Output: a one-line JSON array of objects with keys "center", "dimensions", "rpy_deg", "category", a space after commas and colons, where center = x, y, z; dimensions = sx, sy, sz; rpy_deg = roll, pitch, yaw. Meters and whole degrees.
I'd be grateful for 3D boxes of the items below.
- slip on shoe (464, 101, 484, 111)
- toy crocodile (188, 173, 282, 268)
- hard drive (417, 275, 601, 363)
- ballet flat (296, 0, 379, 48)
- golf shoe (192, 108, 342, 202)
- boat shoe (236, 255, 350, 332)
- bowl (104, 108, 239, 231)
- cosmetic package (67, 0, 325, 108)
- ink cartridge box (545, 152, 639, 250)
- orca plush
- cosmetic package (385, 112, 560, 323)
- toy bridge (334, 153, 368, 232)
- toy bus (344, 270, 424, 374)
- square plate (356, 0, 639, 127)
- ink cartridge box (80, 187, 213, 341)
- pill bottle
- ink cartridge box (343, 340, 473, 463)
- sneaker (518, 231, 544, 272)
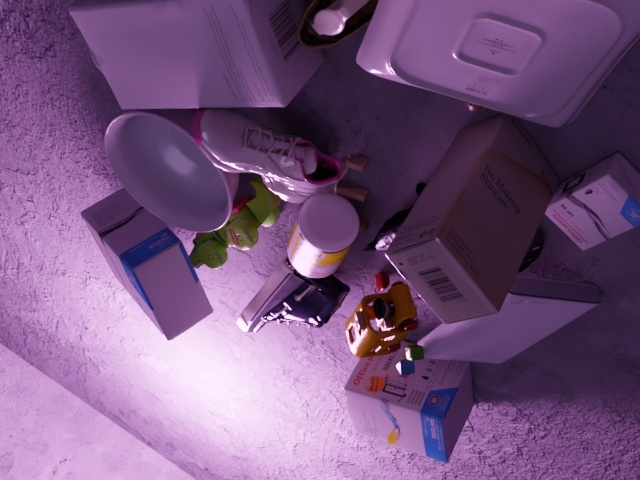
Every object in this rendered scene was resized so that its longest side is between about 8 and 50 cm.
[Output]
[{"center": [0.238, -0.249, 1.354], "dimensions": [0.051, 0.041, 0.135], "rpy_deg": [21, 141, 17], "category": "slip on shoe"}, {"center": [-0.188, -0.030, 1.867], "dimensions": [0.105, 0.115, 0.340], "rpy_deg": [49, 139, -9], "category": "toy crocodile"}, {"center": [0.342, 0.154, 1.641], "dimensions": [0.202, 0.040, 0.307], "rpy_deg": [7, 151, -22], "category": "hard drive"}, {"center": [0.074, -0.370, 1.277], "dimensions": [0.116, 0.124, 0.342], "rpy_deg": [47, 141, -17], "category": "ballet flat"}, {"center": [-0.087, -0.164, 1.576], "dimensions": [0.140, 0.115, 0.306], "rpy_deg": [-9, 157, 42], "category": "golf shoe"}, {"center": [-0.064, 0.152, 1.955], "dimensions": [0.158, 0.127, 0.340], "rpy_deg": [42, 143, 3], "category": "boat shoe"}, {"center": [-0.271, -0.169, 1.757], "dimensions": [0.297, 0.134, 0.298], "rpy_deg": [20, 141, 17], "category": "bowl"}, {"center": [-0.211, -0.349, 1.498], "dimensions": [0.384, 0.156, 0.217], "rpy_deg": [8, 135, 33], "category": "cosmetic package"}, {"center": [0.432, -0.052, 1.408], "dimensions": [0.104, 0.060, 0.180], "rpy_deg": [42, 143, -10], "category": "ink cartridge box"}, {"center": [0.195, -0.051, 1.601], "dimensions": [0.151, 0.102, 0.287], "rpy_deg": [0, 170, -30], "category": "orca plush"}, {"center": [0.242, -0.039, 1.363], "dimensions": [0.160, 0.309, 0.113], "rpy_deg": [48, 142, -19], "category": "cosmetic package"}, {"center": [0.058, -0.094, 1.677], "dimensions": [0.063, 0.026, 0.188], "rpy_deg": [20, 142, 21], "category": "toy bridge"}, {"center": [0.117, 0.155, 1.747], "dimensions": [0.191, 0.104, 0.202], "rpy_deg": [-149, 56, -64], "category": "toy bus"}, {"center": [0.244, -0.276, 1.190], "dimensions": [0.347, 0.049, 0.344], "rpy_deg": [16, 153, -4], "category": "square plate"}, {"center": [-0.394, 0.047, 1.997], "dimensions": [0.307, 0.129, 0.223], "rpy_deg": [38, 155, 46], "category": "ink cartridge box"}, {"center": [0.000, 0.000, 1.725], "dimensions": [0.117, 0.117, 0.215], "rpy_deg": [33, 157, 3], "category": "pill bottle"}, {"center": [0.195, 0.340, 1.932], "dimensions": [0.232, 0.171, 0.168], "rpy_deg": [13, 138, 25], "category": "ink cartridge box"}, {"center": [0.283, 0.042, 1.601], "dimensions": [0.271, 0.100, 0.108], "rpy_deg": [-33, 77, 43], "category": "sneaker"}]
